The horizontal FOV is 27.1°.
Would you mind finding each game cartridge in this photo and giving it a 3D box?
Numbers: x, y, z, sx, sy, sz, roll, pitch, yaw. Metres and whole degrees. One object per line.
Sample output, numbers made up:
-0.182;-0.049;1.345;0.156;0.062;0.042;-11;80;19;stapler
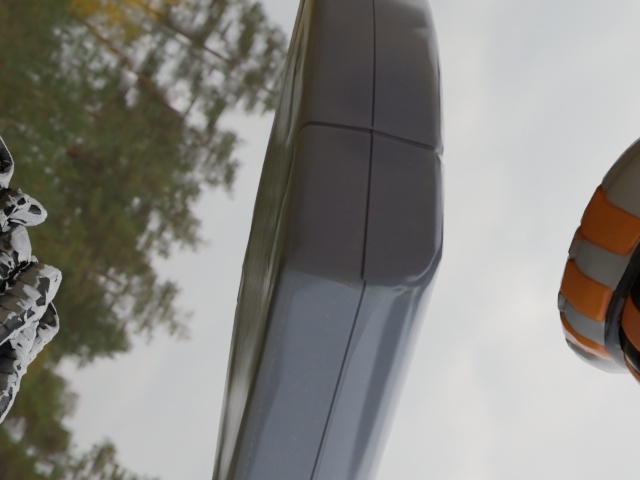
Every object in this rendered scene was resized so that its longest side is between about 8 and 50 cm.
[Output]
0.000;0.000;0.538;0.297;0.062;0.198;-87;-166;-61;game cartridge

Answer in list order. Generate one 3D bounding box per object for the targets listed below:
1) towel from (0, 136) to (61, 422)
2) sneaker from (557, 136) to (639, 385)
-0.219;0.049;0.430;0.235;0.121;0.283;-23;-169;5;towel
0.243;0.010;0.445;0.180;0.321;0.124;35;-43;38;sneaker
